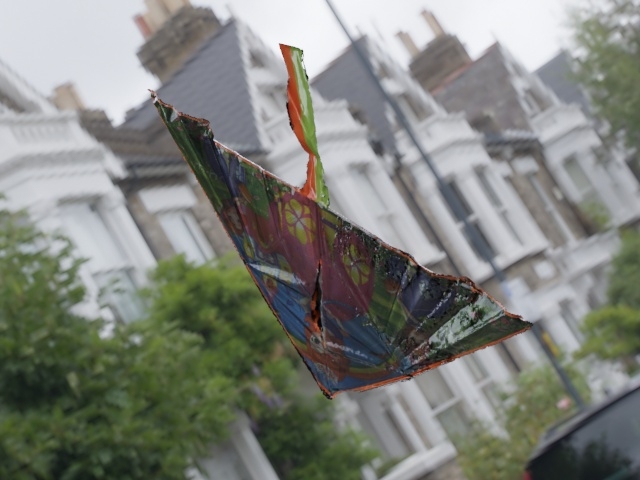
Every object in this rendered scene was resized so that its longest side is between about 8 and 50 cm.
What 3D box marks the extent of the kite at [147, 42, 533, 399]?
[{"bbox_3d":[0.000,0.000,0.468,0.010,0.190,0.159,-35,-39,-30],"label":"kite"}]
